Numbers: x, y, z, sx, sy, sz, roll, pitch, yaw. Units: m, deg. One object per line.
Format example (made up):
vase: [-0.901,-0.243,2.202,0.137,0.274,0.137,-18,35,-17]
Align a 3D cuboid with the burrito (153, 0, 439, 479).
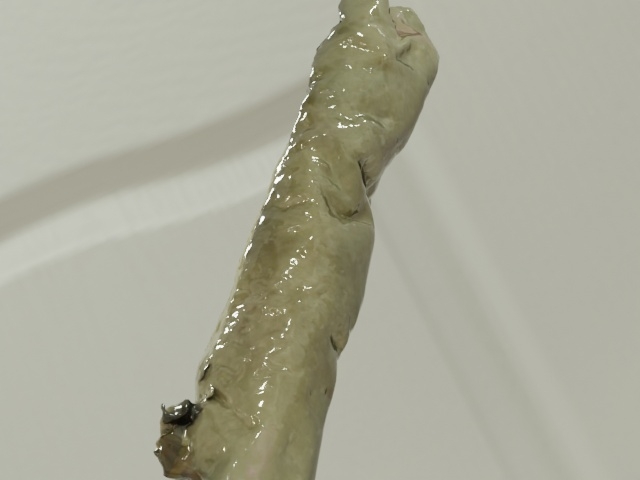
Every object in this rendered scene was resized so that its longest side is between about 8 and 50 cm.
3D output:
burrito: [0.000,0.000,0.487,0.041,0.185,0.045,5,-35,21]
